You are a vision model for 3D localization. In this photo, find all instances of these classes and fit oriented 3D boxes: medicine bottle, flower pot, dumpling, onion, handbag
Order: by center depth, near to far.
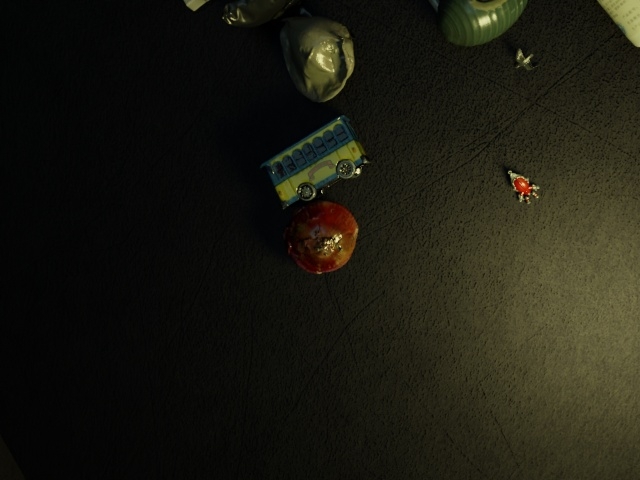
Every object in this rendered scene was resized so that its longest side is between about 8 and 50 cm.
[{"bbox_3d":[0.754,-0.630,1.155,0.170,0.170,0.293,-37,89,15],"label":"medicine bottle"},{"bbox_3d":[0.417,-0.613,1.239,0.243,0.157,0.189,-37,86,1],"label":"flower pot"},{"bbox_3d":[-0.146,-0.649,1.325,0.210,0.254,0.089,-19,108,13],"label":"handbag"},{"bbox_3d":[0.000,-0.529,1.364,0.163,0.205,0.292,-41,56,-19],"label":"dumpling"},{"bbox_3d":[0.000,0.000,1.413,0.229,0.163,0.230,1,116,2],"label":"onion"}]

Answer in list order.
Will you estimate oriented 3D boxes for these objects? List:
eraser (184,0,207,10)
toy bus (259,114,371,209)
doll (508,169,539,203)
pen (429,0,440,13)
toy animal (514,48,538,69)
[{"bbox_3d":[-0.337,-0.806,1.439,0.210,0.068,0.125,-29,91,16],"label":"eraser"},{"bbox_3d":[-0.013,-0.223,1.406,0.287,0.138,0.175,-28,92,15],"label":"toy bus"},{"bbox_3d":[0.558,-0.154,1.333,0.114,0.039,0.057,47,138,-10],"label":"doll"},{"bbox_3d":[0.307,-0.672,1.329,0.025,0.025,0.204,-32,89,15],"label":"pen"},{"bbox_3d":[0.545,-0.482,1.295,0.084,0.050,0.028,24,77,-23],"label":"toy animal"}]
